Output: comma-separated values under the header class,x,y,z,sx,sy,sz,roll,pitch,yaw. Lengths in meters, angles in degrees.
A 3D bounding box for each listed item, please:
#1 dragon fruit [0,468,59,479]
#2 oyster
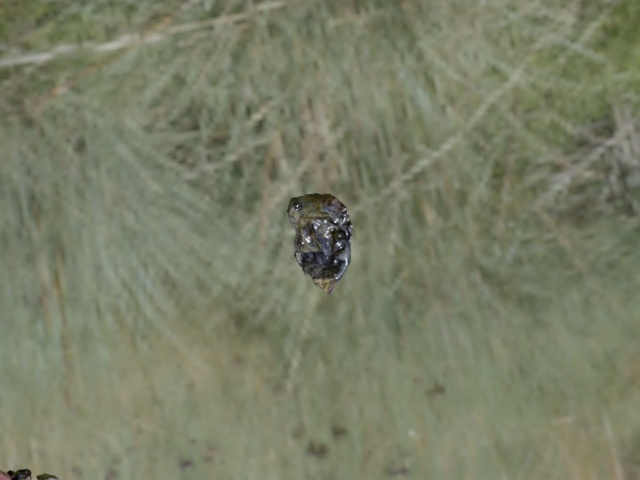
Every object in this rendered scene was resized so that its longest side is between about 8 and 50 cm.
class,x,y,z,sx,sy,sz,roll,pitch,yaw
dragon fruit,-0.283,0.233,1.141,0.147,0.282,0.211,-11,-170,33
oyster,0.000,0.003,1.326,0.054,0.083,0.019,-4,-168,22
